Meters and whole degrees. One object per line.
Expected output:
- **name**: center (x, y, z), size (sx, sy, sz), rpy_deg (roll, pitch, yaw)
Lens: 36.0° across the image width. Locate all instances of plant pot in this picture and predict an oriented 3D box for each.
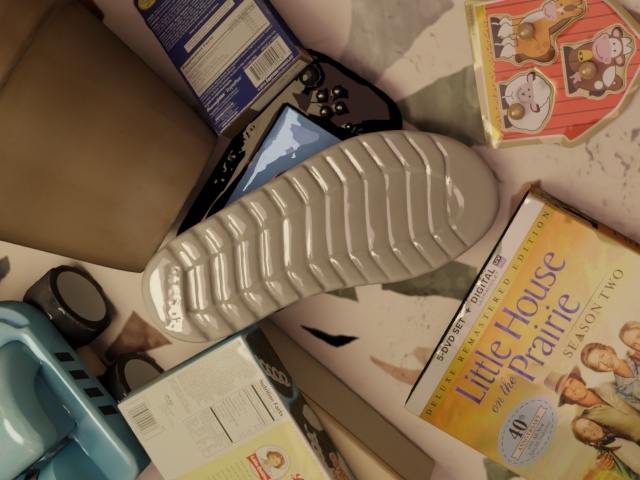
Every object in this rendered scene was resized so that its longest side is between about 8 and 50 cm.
- **plant pot**: center (-0.284, -0.106, 1.128), size (0.280, 0.323, 0.323), rpy_deg (30, 109, -11)

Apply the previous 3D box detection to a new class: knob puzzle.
- **knob puzzle**: center (0.266, -0.196, 1.083), size (0.213, 0.030, 0.213), rpy_deg (3, 103, 14)

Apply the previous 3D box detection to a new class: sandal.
- **sandal**: center (-0.004, -0.015, 1.116), size (0.416, 0.102, 0.169), rpy_deg (-18, 95, -6)

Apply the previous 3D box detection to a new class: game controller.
- **game controller**: center (-0.041, -0.064, 1.174), size (0.166, 0.067, 0.319), rpy_deg (35, 109, 5)

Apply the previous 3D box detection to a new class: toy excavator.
- **toy excavator**: center (-0.337, 0.287, 1.130), size (0.222, 0.445, 0.433), rpy_deg (-38, 90, 20)

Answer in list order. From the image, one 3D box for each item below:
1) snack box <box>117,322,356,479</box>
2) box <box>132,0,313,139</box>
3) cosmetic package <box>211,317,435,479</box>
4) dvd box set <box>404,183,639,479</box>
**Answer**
- **snack box**: center (-0.072, 0.276, 1.143), size (0.187, 0.060, 0.322), rpy_deg (-30, 94, 20)
- **box**: center (-0.119, -0.246, 1.144), size (0.136, 0.036, 0.225), rpy_deg (-42, 68, 19)
- **cosmetic package**: center (-0.029, 0.247, 1.217), size (0.309, 0.113, 0.160), rpy_deg (39, 109, 3)
- **dvd box set**: center (0.349, 0.168, 1.125), size (0.420, 0.062, 0.307), rpy_deg (30, 107, 6)
